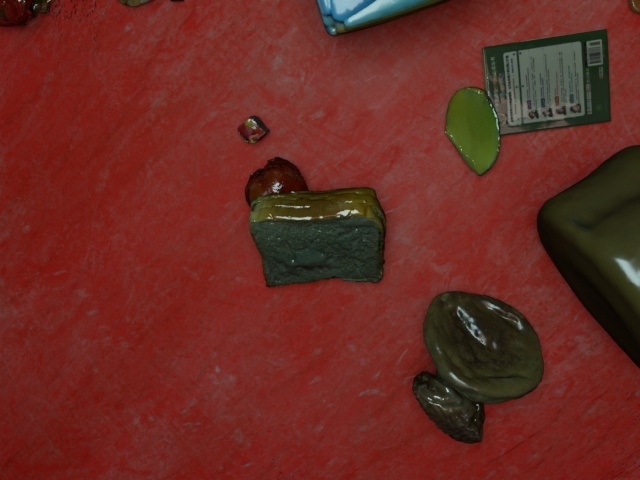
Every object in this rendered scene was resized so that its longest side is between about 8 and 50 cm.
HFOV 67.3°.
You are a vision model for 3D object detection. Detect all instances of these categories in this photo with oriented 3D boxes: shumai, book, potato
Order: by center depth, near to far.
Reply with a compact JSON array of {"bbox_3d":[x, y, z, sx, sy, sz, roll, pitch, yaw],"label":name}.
[{"bbox_3d":[0.506,-0.350,1.080,0.264,0.027,0.202,-7,99,7],"label":"book"},{"bbox_3d":[0.355,-0.249,1.095,0.119,0.054,0.198,-22,90,36],"label":"potato"},{"bbox_3d":[0.343,0.361,1.133,0.185,0.184,0.218,-39,99,13],"label":"shumai"}]

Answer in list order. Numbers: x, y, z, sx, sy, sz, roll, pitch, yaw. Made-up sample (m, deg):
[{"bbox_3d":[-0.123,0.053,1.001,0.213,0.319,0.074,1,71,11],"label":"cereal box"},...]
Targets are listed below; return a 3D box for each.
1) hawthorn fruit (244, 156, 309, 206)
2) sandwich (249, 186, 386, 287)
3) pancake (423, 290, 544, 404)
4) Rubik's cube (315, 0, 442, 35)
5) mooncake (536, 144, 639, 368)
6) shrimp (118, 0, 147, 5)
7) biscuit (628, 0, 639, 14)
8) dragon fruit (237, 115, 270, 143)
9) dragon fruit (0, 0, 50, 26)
[{"bbox_3d":[-0.093,-0.105,1.139,0.148,0.148,0.172,-40,109,11],"label":"hawthorn fruit"},{"bbox_3d":[0.000,0.000,1.094,0.300,0.271,0.099,-3,54,6],"label":"sandwich"},{"bbox_3d":[0.377,0.237,1.097,0.294,0.295,0.050,24,141,2],"label":"pancake"},{"bbox_3d":[0.127,-0.603,0.893,0.351,0.347,0.352,-17,111,11],"label":"Rubik's cube"},{"bbox_3d":[0.646,0.059,0.924,0.262,0.467,0.467,-34,94,14],"label":"mooncake"},{"bbox_3d":[-0.420,-0.656,1.120,0.150,0.051,0.217,31,111,12],"label":"shrimp"},{"bbox_3d":[0.727,-0.528,1.029,0.130,0.019,0.102,16,101,4],"label":"biscuit"},{"bbox_3d":[-0.161,-0.260,1.147,0.060,0.083,0.056,-34,99,13],"label":"dragon fruit"},{"bbox_3d":[-0.757,-0.596,1.123,0.209,0.172,0.172,40,101,-9],"label":"dragon fruit"}]
